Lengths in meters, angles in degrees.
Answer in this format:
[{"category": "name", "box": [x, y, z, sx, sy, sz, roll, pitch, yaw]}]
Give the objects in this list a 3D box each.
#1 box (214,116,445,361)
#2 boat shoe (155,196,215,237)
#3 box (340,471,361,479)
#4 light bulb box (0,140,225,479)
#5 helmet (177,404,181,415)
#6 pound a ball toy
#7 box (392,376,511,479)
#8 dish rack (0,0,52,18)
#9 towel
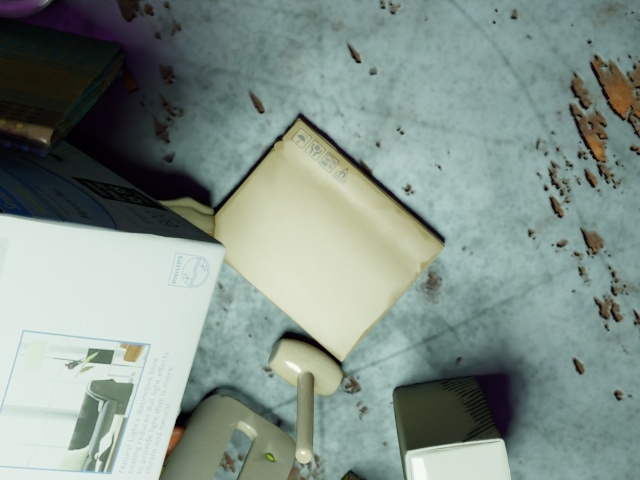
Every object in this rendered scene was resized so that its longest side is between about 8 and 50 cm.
[{"category": "box", "box": [0.000, 0.000, 1.771, 0.201, 0.021, 0.164, 41, 97, -6]}, {"category": "boat shoe", "box": [-0.253, -0.027, 1.733, 0.302, 0.113, 0.103, 16, 90, -6]}, {"category": "box", "box": [0.054, 0.449, 1.763, 0.290, 0.177, 0.279, 38, 98, -5]}, {"category": "light bulb box", "box": [-0.337, 0.031, 1.435, 0.361, 0.358, 0.225, 9, 102, -36]}, {"category": "helmet", "box": [-0.227, 0.125, 1.715, 0.161, 0.169, 0.169, 0, 99, -21]}, {"category": "pound a ball toy", "box": [-0.103, 0.225, 1.683, 0.135, 0.319, 0.208, 33, 113, -4]}, {"category": "box", "box": [0.126, 0.216, 1.674, 0.094, 0.275, 0.113, -9, 99, 1]}, {"category": "dish rack", "box": [-0.401, -0.375, 1.693, 0.332, 0.072, 0.286, 7, 100, -1]}, {"category": "towel", "box": [-0.337, -0.155, 1.579, 0.271, 0.370, 0.040, 12, 107, -1]}]
